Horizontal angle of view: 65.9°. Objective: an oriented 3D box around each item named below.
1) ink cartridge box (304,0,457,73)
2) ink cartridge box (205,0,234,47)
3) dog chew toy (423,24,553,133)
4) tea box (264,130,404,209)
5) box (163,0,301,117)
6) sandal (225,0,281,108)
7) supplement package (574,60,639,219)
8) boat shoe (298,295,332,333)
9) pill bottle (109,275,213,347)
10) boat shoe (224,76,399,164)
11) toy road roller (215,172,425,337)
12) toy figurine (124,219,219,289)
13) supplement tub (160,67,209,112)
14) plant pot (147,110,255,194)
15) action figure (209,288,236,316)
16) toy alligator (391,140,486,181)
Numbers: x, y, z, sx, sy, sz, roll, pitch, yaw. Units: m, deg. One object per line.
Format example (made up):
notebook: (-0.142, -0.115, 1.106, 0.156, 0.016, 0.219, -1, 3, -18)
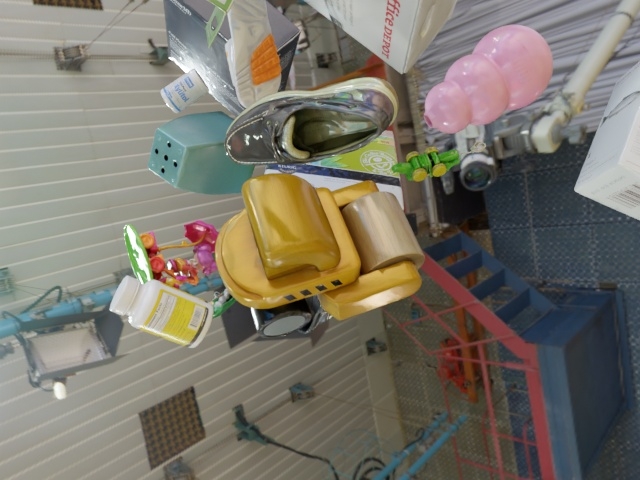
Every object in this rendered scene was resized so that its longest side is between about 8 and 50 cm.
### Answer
ink cartridge box: (0.053, -0.513, 0.847, 0.395, 0.285, 0.166, 40, -92, 7)
ink cartridge box: (-0.139, -0.392, 0.690, 0.062, 0.209, 0.109, 20, -151, -31)
dog chew toy: (0.408, -0.388, 1.242, 0.331, 0.206, 0.207, -33, -66, -3)
tea box: (0.017, -0.130, 1.275, 0.328, 0.220, 0.324, 7, -135, -7)
box: (-0.259, -0.559, 1.411, 0.343, 0.312, 0.179, 42, -110, 1)
sandal: (-0.145, -0.406, 0.999, 0.101, 0.076, 0.265, -17, -59, -22)
supplement package: (0.419, -0.133, 0.619, 0.105, 0.105, 0.179, 25, -102, 5)
boat shoe: (-0.027, 0.084, 1.078, 0.113, 0.127, 0.340, -42, -26, -34)
pill bottle: (-0.203, 0.089, 0.633, 0.116, 0.065, 0.065, 29, -113, -26)
boat shoe: (-0.024, -0.125, 0.558, 0.080, 0.223, 0.073, 68, -150, -28)
toy road roller: (0.000, 0.000, 0.781, 0.329, 0.241, 0.203, -17, -117, -8)
toy figurine: (-0.248, 0.030, 0.901, 0.159, 0.130, 0.173, -19, -108, -30)
supplement tub: (-0.350, -0.386, 1.277, 0.107, 0.071, 0.071, -33, -63, 5)
plant pot: (-0.296, -0.212, 1.229, 0.234, 0.165, 0.166, -22, -39, -55)
action figure: (-0.242, 0.146, 1.295, 0.063, 0.137, 0.232, 51, -145, -1)
toy alligator: (0.235, -0.152, 0.985, 0.051, 0.189, 0.056, 77, 179, -59)
